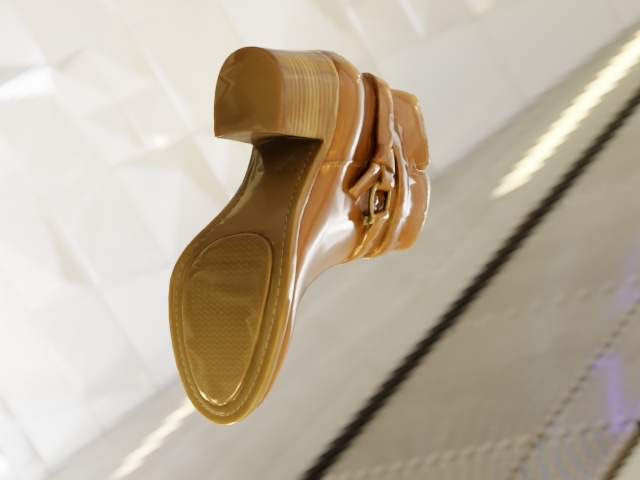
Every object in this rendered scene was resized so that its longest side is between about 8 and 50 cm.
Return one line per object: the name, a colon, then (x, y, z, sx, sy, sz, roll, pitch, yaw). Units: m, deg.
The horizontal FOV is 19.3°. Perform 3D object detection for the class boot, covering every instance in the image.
boot: (0.000, 0.000, 0.984, 0.073, 0.197, 0.152, 12, -178, 34)
